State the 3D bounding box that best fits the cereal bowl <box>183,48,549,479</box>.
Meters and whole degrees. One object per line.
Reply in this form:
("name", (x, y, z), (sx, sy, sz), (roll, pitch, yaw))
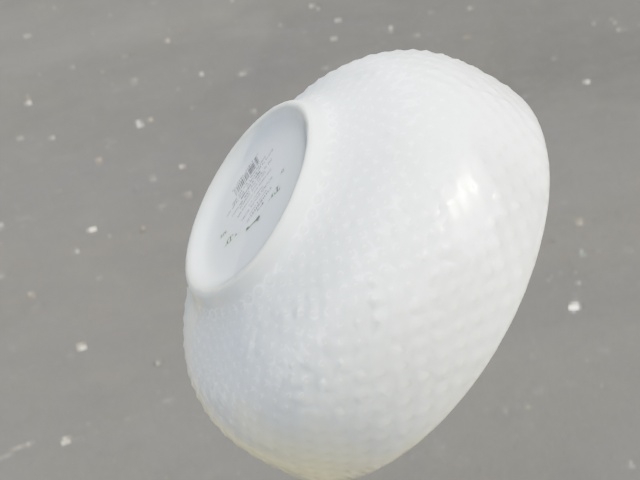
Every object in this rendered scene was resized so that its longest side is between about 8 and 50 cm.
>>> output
("cereal bowl", (0.000, 0.000, 0.828), (0.141, 0.339, 0.339), (28, 16, -26))
